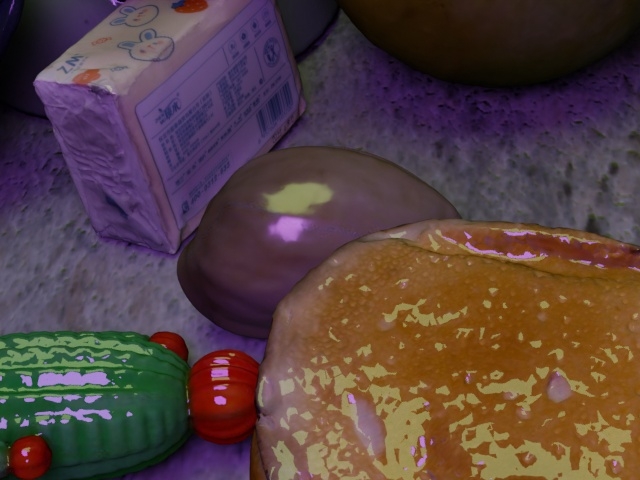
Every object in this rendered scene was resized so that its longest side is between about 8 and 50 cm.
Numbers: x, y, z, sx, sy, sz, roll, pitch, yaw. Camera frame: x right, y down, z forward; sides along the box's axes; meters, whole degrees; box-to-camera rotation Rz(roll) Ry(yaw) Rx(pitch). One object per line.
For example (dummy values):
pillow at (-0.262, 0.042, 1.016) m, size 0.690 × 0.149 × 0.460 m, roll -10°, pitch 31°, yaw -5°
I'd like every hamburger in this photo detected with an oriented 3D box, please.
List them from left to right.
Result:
hamburger at (0.090, 0.101, 0.602) m, size 0.244 × 0.163 × 0.244 m, roll -4°, pitch 46°, yaw 4°

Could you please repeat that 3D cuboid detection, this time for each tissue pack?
tissue pack at (-0.105, -0.107, 0.914) m, size 0.092 × 0.148 × 0.196 m, roll 10°, pitch 43°, yaw 31°

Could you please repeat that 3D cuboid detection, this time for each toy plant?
toy plant at (-0.142, 0.092, 0.729) m, size 0.240 × 0.088 × 0.154 m, roll -13°, pitch 18°, yaw -21°

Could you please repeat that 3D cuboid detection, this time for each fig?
fig at (0.129, -0.270, 0.969) m, size 0.316 × 0.316 × 0.316 m, roll -7°, pitch 39°, yaw 6°

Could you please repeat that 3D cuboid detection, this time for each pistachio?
pistachio at (0.000, 0.000, 0.788) m, size 0.185 × 0.124 × 0.124 m, roll -1°, pitch 39°, yaw 3°

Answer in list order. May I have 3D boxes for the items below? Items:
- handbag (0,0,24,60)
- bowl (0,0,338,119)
handbag at (-0.346, -0.176, 1.006) m, size 0.118 × 0.269 × 0.325 m, roll 10°, pitch 30°, yaw -27°
bowl at (-0.166, -0.278, 1.110) m, size 0.354 × 0.185 × 0.354 m, roll -7°, pitch 39°, yaw 6°
